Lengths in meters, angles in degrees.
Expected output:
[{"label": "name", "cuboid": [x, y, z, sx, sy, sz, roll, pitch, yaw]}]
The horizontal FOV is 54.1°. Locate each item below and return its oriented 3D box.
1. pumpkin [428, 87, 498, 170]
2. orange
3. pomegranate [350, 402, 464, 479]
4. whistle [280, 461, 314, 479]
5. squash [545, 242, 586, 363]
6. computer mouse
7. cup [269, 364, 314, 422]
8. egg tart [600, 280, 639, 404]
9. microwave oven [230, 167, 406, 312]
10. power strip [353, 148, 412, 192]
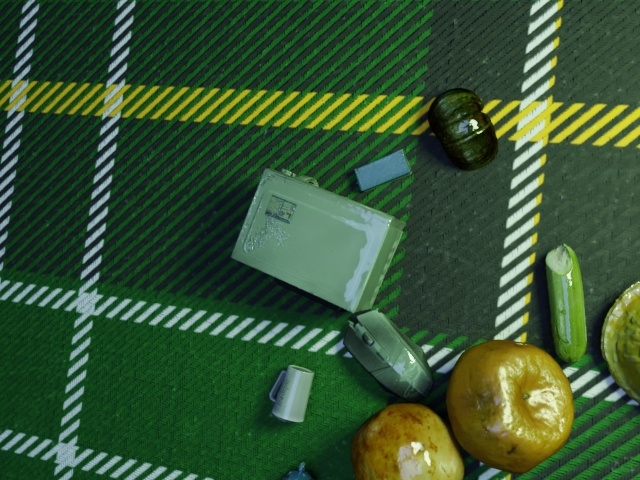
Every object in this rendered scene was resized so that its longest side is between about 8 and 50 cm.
[{"label": "pumpkin", "cuboid": [0.296, -0.242, 1.317, 0.119, 0.107, 0.183, -32, 76, 17]}, {"label": "orange", "cuboid": [0.348, 0.312, 1.211, 0.249, 0.183, 0.249, 6, 66, -15]}, {"label": "pomegranate", "cuboid": [0.173, 0.439, 1.235, 0.248, 0.248, 0.248, -1, 86, 16]}, {"label": "whistle", "cuboid": [-0.055, 0.562, 1.372, 0.090, 0.090, 0.158, 12, 89, 17]}, {"label": "squash", "cuboid": [0.490, 0.124, 1.250, 0.069, 0.069, 0.239, -5, 86, 16]}, {"label": "computer mouse", "cuboid": [0.142, 0.248, 1.343, 0.126, 0.071, 0.231, -46, 75, 9]}, {"label": "cup", "cuboid": [-0.070, 0.339, 1.407, 0.104, 0.074, 0.116, 12, 86, 45]}, {"label": "egg tart", "cuboid": [0.678, 0.198, 1.161, 0.290, 0.115, 0.290, 0, 91, 16]}, {"label": "microwave oven", "cuboid": [0.000, 0.000, 1.345, 0.295, 0.181, 0.237, 23, 94, 17]}, {"label": "power strip", "cuboid": [0.136, -0.152, 1.392, 0.123, 0.032, 0.056, -21, 80, 14]}]
